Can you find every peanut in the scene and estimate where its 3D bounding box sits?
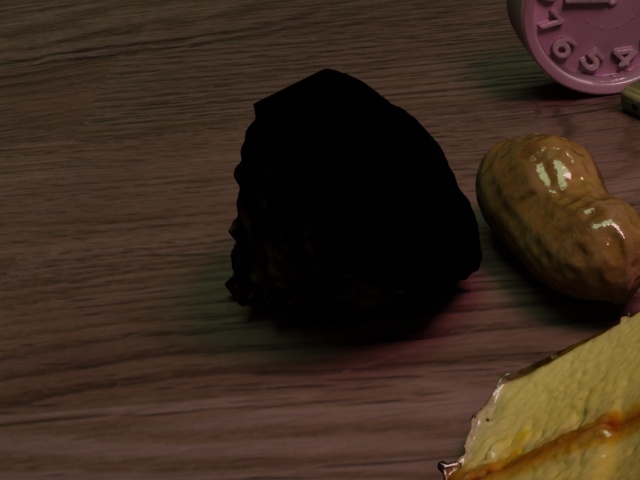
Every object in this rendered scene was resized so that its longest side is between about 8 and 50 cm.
[{"bbox_3d":[0.192,-0.022,1.062,0.095,0.108,0.226,-10,31,-12],"label":"peanut"}]

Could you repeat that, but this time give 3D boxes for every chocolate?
[{"bbox_3d":[0.000,0.000,1.085,0.177,0.206,0.224,-44,-4,35],"label":"chocolate"}]

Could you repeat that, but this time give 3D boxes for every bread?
[{"bbox_3d":[0.143,0.123,0.787,0.178,0.135,0.240,3,34,21],"label":"bread"}]

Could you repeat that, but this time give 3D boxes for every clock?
[{"bbox_3d":[0.292,-0.250,1.344,0.196,0.197,0.068,-10,30,-2],"label":"clock"}]

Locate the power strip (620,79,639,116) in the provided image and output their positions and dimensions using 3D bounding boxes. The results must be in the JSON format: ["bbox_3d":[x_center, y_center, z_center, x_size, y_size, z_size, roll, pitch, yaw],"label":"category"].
[{"bbox_3d":[0.361,-0.130,1.283,0.076,0.028,0.169,-22,32,-20],"label":"power strip"}]
